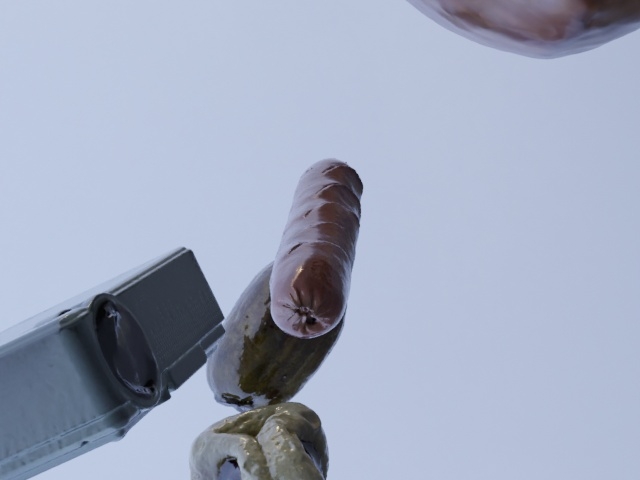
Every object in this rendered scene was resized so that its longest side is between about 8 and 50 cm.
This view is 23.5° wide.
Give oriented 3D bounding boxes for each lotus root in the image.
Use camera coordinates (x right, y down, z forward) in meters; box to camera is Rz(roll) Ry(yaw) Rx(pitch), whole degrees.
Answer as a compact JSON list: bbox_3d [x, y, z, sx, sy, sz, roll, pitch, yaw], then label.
[{"bbox_3d":[-0.046,0.105,1.958,0.260,0.128,0.145,-58,-39,-6],"label":"lotus root"}]

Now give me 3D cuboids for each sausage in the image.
[{"bbox_3d":[-0.002,0.000,1.610,0.088,0.088,0.433,58,-165,-15],"label":"sausage"}]

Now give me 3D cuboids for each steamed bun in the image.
[{"bbox_3d":[-0.058,0.281,1.791,0.155,0.172,0.141,-144,41,-71],"label":"steamed bun"}]

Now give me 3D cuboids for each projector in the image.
[{"bbox_3d":[-0.191,0.102,1.159,0.099,0.192,0.256,63,-163,-4],"label":"projector"}]

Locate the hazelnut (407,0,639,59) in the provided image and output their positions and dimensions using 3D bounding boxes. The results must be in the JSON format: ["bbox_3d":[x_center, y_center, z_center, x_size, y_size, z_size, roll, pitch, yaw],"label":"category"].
[{"bbox_3d":[0.186,-0.331,1.369,0.372,0.372,0.315,55,-144,-20],"label":"hazelnut"}]
